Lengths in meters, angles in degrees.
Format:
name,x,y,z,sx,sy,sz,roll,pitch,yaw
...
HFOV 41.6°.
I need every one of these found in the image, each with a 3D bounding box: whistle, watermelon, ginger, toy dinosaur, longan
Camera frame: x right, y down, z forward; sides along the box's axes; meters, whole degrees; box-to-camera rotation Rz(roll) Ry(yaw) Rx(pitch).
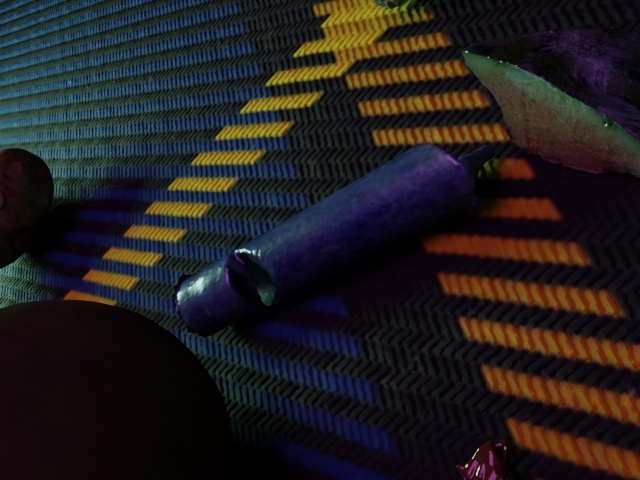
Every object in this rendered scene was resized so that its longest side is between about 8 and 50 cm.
name,x,y,z,sx,sy,sz,roll,pitch,yaw
whistle,0.000,0.000,0.666,0.304,0.062,0.062,-28,50,35
watermelon,0.180,-0.087,0.533,0.101,0.080,0.155,-28,35,-13
ginger,-0.474,-0.005,1.083,0.304,0.155,0.244,-45,22,-8
toy dinosaur,0.076,0.183,0.481,0.049,0.055,0.154,6,65,46
longan,-0.211,0.198,0.617,0.319,0.319,0.318,-25,52,37

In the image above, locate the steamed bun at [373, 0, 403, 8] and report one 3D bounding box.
name,x,y,z,sx,sy,sz,roll,pitch,yaw
steamed bun,0.050,-0.296,0.648,0.200,0.225,0.170,-36,46,27
